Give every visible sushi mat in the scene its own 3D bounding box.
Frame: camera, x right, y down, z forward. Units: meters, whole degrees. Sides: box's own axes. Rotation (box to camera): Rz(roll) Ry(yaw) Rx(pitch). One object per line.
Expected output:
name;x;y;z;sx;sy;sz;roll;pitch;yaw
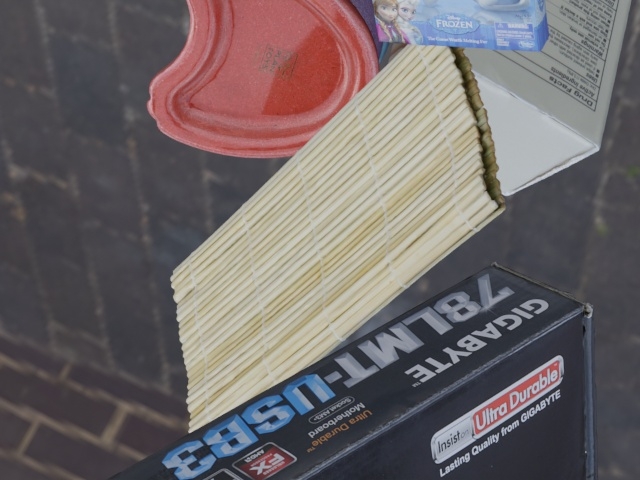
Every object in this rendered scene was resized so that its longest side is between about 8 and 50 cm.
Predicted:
sushi mat;0.000;0.000;1.157;0.019;0.151;0.316;17;136;-35

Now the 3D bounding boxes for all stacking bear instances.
stacking bear;-0.019;-0.205;1.399;0.164;0.289;0.175;18;124;-4

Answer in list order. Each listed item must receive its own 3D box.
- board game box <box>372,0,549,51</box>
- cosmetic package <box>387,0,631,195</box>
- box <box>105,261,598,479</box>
board game box;0.068;-0.141;0.893;0.090;0.020;0.090;6;128;23
cosmetic package;0.166;-0.208;1.465;0.153;0.296;0.129;30;149;-20
box;0.009;0.199;0.794;0.073;0.295;0.293;26;132;42
